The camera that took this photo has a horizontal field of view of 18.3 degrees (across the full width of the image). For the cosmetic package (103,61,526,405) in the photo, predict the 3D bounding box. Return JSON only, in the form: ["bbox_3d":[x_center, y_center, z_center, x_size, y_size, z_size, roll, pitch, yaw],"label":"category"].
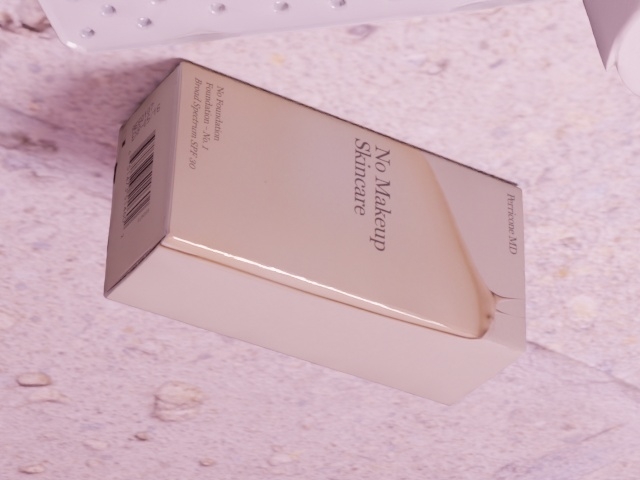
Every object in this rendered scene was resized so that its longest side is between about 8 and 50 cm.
[{"bbox_3d":[0.000,0.000,1.507,0.309,0.160,0.113,17,145,-25],"label":"cosmetic package"}]

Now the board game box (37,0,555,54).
[{"bbox_3d":[-0.026,-0.263,1.178,0.389,0.050,0.390,-5,148,12],"label":"board game box"}]

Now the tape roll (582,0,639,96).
[{"bbox_3d":[0.291,-0.184,1.158,0.286,0.100,0.286,-14,161,-5],"label":"tape roll"}]
